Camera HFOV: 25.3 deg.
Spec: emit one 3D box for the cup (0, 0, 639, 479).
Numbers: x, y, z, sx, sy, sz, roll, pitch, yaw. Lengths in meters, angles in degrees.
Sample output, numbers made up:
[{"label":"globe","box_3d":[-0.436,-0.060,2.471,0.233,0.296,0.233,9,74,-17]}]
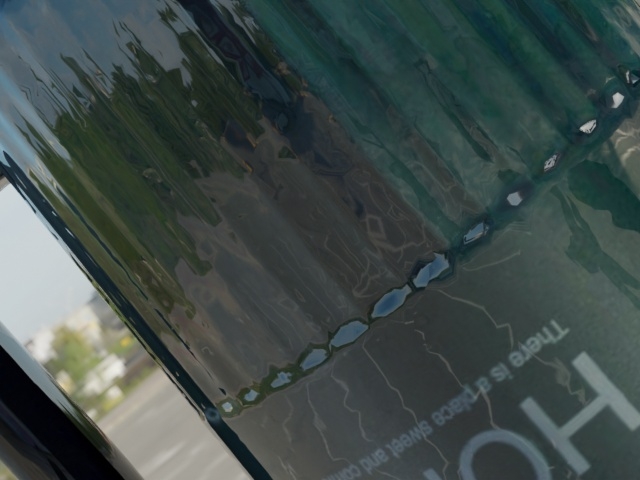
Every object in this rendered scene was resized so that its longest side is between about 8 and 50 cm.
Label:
[{"label":"cup","box_3d":[0.011,-0.011,0.581,0.308,0.292,0.242,-34,8,46]}]
